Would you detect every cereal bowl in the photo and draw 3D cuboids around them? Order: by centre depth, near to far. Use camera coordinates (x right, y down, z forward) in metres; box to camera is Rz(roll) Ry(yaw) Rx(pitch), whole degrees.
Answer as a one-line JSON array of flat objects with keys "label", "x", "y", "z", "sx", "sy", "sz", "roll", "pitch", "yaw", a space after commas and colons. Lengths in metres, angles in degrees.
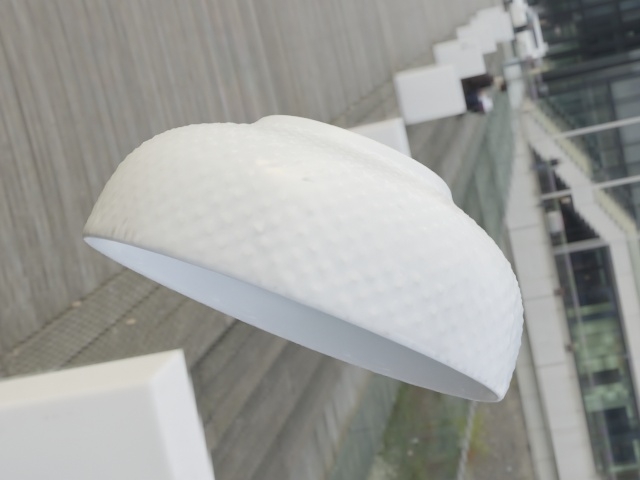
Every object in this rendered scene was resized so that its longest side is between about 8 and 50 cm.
[{"label": "cereal bowl", "x": 0.000, "y": 0.000, "z": 0.921, "sx": 0.141, "sy": 0.339, "sz": 0.339, "roll": -70, "pitch": 160, "yaw": -9}]
